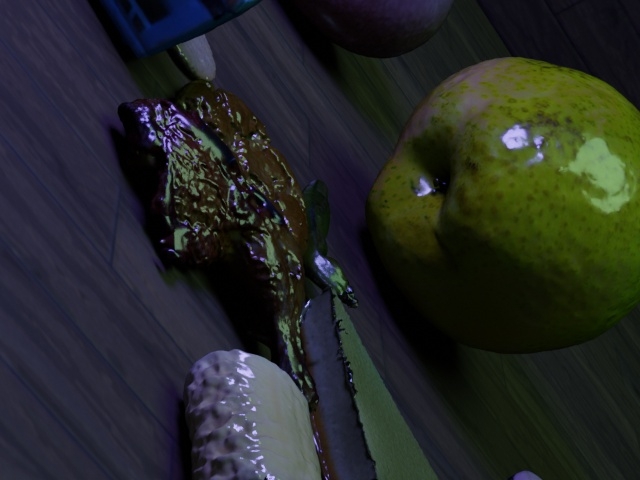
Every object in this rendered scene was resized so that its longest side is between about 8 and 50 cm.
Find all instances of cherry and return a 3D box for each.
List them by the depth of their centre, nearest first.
[{"bbox_3d":[0.049,-0.374,2.563,0.307,0.221,0.261,15,44,-45],"label":"cherry"}]

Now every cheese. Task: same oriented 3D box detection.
[{"bbox_3d":[-0.055,0.178,1.562,0.123,0.094,0.167,40,21,-31],"label":"cheese"}]

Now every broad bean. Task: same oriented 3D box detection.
[{"bbox_3d":[-0.005,-0.001,2.077,0.061,0.046,0.195,27,29,-33],"label":"broad bean"}]

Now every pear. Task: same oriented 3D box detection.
[{"bbox_3d":[0.237,-0.044,2.338,0.391,0.391,0.391,54,18,-26],"label":"pear"}]

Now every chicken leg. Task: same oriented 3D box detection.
[{"bbox_3d":[-0.085,0.006,1.789,0.322,0.083,0.177,53,27,-23],"label":"chicken leg"}]

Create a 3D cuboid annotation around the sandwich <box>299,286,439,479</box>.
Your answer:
[{"bbox_3d":[0.054,0.200,1.921,0.212,0.063,0.245,52,19,-43],"label":"sandwich"}]

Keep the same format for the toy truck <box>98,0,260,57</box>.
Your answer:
[{"bbox_3d":[-0.197,-0.371,1.884,0.385,0.162,0.161,59,17,-7],"label":"toy truck"}]

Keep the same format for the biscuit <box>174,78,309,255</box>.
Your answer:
[{"bbox_3d":[-0.077,-0.071,1.977,0.226,0.042,0.226,51,20,-28],"label":"biscuit"}]

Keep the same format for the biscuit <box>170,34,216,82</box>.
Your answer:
[{"bbox_3d":[-0.144,-0.218,2.059,0.120,0.015,0.120,54,17,-26],"label":"biscuit"}]

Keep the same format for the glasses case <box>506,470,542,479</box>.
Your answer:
[{"bbox_3d":[0.245,0.367,2.195,0.122,0.075,0.314,55,17,-15],"label":"glasses case"}]
